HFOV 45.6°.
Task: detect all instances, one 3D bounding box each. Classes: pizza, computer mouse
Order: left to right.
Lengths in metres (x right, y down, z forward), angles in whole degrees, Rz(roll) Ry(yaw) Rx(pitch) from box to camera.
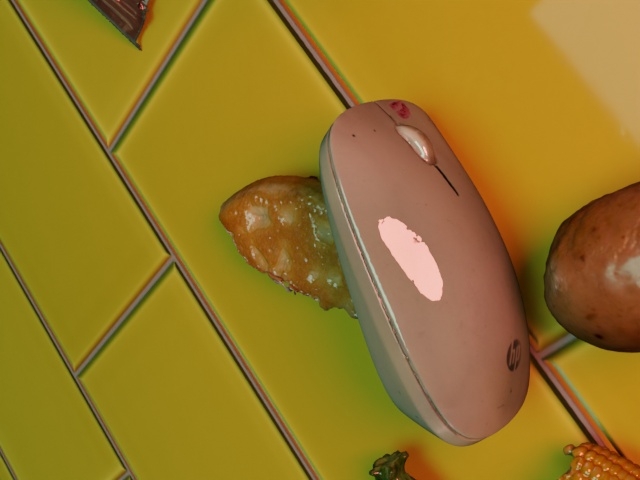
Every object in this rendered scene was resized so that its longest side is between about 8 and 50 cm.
[{"bbox_3d":[0.002,0.000,0.755,0.247,0.058,0.127,14,110,34],"label":"pizza"},{"bbox_3d":[0.099,0.021,0.614,0.097,0.160,0.288,-11,96,46],"label":"computer mouse"}]

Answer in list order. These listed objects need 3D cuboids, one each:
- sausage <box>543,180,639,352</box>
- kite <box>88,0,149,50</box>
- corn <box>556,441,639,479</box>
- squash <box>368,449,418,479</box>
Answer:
[{"bbox_3d":[0.347,-0.048,0.420,0.501,0.123,0.136,-33,94,40],"label":"sausage"},{"bbox_3d":[-0.232,-0.373,0.761,0.369,0.014,0.405,12,138,6],"label":"kite"},{"bbox_3d":[0.284,0.245,0.583,0.238,0.080,0.080,32,120,27],"label":"corn"},{"bbox_3d":[0.135,0.396,0.728,0.107,0.107,0.394,-25,85,40],"label":"squash"}]
